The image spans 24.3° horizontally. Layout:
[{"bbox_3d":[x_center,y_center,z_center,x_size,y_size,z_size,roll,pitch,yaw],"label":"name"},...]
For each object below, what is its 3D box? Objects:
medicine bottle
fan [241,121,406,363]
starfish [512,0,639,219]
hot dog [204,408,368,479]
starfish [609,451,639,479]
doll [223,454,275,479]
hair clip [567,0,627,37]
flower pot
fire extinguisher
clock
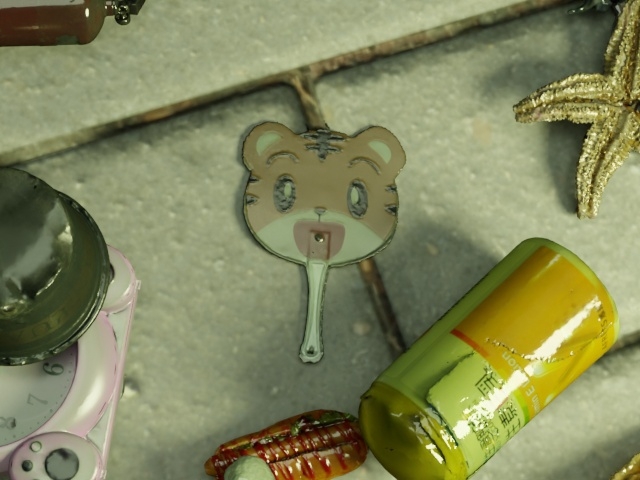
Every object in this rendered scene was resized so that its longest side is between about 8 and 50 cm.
[{"bbox_3d":[0.139,0.111,1.261,0.239,0.124,0.124,-42,83,-20],"label":"medicine bottle"},{"bbox_3d":[0.000,0.000,1.343,0.152,0.008,0.226,4,75,-6],"label":"fan"},{"bbox_3d":[0.295,-0.129,1.380,0.227,0.043,0.240,14,91,-14],"label":"starfish"},{"bbox_3d":[-0.029,0.184,1.279,0.144,0.038,0.062,-12,78,-8],"label":"hot dog"},{"bbox_3d":[0.182,0.332,1.229,0.384,0.132,0.398,-1,73,-1],"label":"starfish"},{"bbox_3d":[-0.099,0.278,1.232,0.103,0.071,0.214,38,82,-8],"label":"doll"},{"bbox_3d":[0.314,-0.259,1.423,0.187,0.056,0.146,-18,77,-19],"label":"hair clip"},{"bbox_3d":[-0.250,0.011,1.178,0.157,0.107,0.157,1,71,-2],"label":"flower pot"},{"bbox_3d":[-0.283,-0.216,1.341,0.268,0.072,0.089,-3,43,-6],"label":"fire extinguisher"},{"bbox_3d":[-0.287,0.101,1.250,0.248,0.090,0.227,9,75,-2],"label":"clock"}]
